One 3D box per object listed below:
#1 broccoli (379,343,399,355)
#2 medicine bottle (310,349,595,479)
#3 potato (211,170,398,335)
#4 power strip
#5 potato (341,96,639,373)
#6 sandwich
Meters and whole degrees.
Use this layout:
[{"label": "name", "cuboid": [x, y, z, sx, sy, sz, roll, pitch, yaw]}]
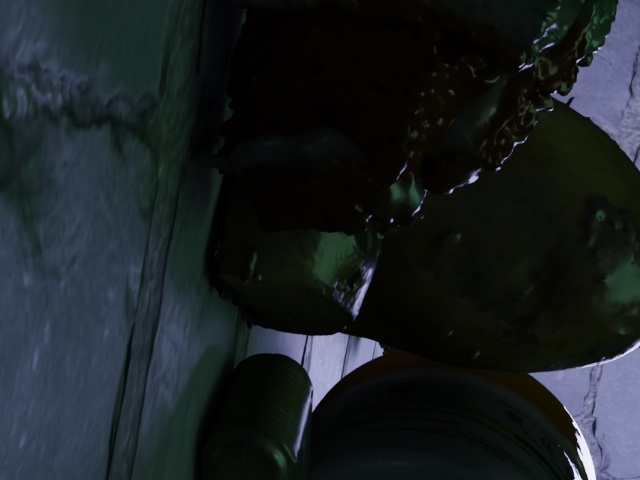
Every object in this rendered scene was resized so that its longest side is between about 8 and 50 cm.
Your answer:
[{"label": "broccoli", "cuboid": [0.096, 0.046, 1.751, 0.204, 0.118, 0.122, -100, 165, -66]}, {"label": "medicine bottle", "cuboid": [0.077, 0.220, 1.247, 0.232, 0.238, 0.238, -55, 154, -72]}, {"label": "potato", "cuboid": [0.000, 0.000, 0.963, 0.172, 0.089, 0.100, 68, 31, -73]}, {"label": "power strip", "cuboid": [-0.045, 0.244, 1.074, 0.092, 0.066, 0.387, -71, 166, -56]}, {"label": "potato", "cuboid": [0.121, -0.010, 1.219, 0.229, 0.266, 0.229, 12, 90, -85]}, {"label": "sandwich", "cuboid": [0.037, -0.079, 0.805, 0.109, 0.185, 0.160, 19, 78, -74]}]
